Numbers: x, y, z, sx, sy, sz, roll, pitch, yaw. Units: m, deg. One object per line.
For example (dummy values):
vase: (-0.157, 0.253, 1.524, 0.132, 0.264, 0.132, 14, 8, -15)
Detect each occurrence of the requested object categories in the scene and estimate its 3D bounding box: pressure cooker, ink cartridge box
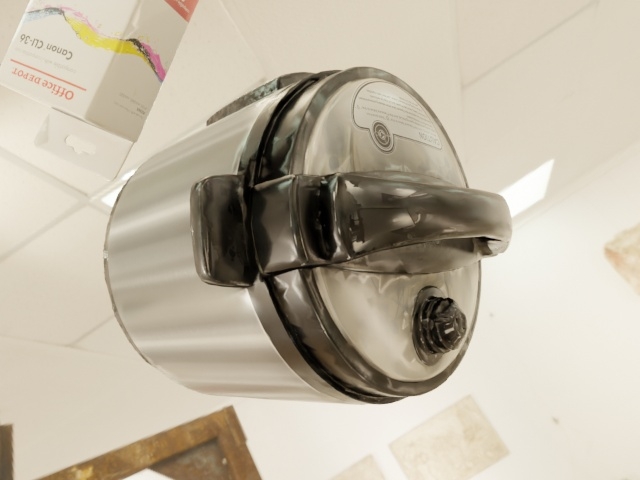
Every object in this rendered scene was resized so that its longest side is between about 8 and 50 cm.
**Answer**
pressure cooker: (0.002, 0.006, 0.627, 0.421, 0.375, 0.369, -11, 35, 42)
ink cartridge box: (-0.201, -0.165, 0.463, 0.198, 0.115, 0.067, -67, -20, 1)
